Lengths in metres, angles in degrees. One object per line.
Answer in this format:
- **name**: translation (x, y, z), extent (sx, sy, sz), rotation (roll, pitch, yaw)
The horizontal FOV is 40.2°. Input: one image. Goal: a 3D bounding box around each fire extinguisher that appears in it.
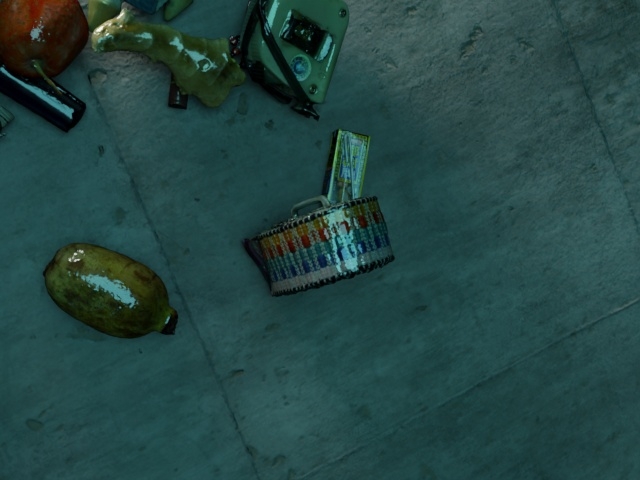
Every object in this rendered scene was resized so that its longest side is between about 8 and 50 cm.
- **fire extinguisher**: translation (-0.266, -0.320, 1.676), extent (0.056, 0.039, 0.132), rotation (10, 85, -49)

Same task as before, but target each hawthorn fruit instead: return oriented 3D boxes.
- **hawthorn fruit**: translation (-0.487, -0.340, 1.503), extent (0.162, 0.163, 0.204), rotation (12, 57, -16)

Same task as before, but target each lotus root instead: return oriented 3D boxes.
- **lotus root**: translation (-0.374, 0.098, 1.590), extent (0.260, 0.128, 0.145), rotation (29, 95, -9)

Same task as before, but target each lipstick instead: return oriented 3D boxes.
- **lipstick**: translation (-0.610, -0.335, 1.555), extent (0.418, 0.077, 0.077), rotation (35, 80, -12)

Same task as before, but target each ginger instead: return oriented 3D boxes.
- **ginger**: translation (-0.276, -0.333, 1.600), extent (0.294, 0.086, 0.131), rotation (11, 111, -29)

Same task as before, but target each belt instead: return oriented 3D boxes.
- **belt**: translation (0.000, 0.000, 1.635), extent (0.206, 0.295, 0.161), rotation (-18, 91, -30)

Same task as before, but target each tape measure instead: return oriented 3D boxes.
- **tape measure**: translation (-0.057, -0.369, 1.662), extent (0.207, 0.115, 0.235), rotation (14, 95, -40)

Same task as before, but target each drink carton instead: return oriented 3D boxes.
- **drink carton**: translation (0.049, -0.135, 1.756), extent (0.071, 0.056, 0.166), rotation (11, 86, -19)

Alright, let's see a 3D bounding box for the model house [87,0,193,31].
- **model house**: translation (-0.299, -0.495, 1.568), extent (0.194, 0.267, 0.325), rotation (31, 93, -1)

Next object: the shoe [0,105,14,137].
- **shoe**: translation (-0.638, -0.219, 1.550), extent (0.169, 0.071, 0.099), rotation (23, 85, -18)

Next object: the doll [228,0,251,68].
- **doll**: translation (-0.117, -0.416, 1.710), extent (0.109, 0.057, 0.169), rotation (37, 76, -18)
